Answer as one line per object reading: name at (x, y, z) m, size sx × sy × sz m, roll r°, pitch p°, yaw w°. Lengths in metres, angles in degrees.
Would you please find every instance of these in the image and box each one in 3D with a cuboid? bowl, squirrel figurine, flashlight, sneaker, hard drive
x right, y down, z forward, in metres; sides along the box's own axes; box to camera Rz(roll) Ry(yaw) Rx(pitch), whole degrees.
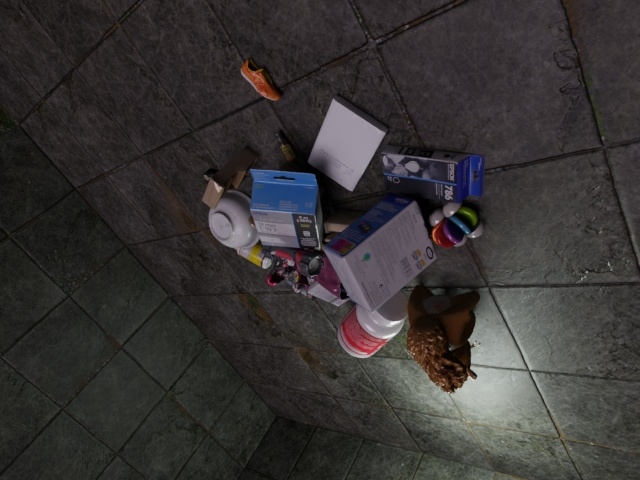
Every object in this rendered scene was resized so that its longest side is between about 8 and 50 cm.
bowl at (-0.432, -0.082, 2.209) m, size 0.297 × 0.134 × 0.298 m, roll 14°, pitch 117°, yaw 28°
squirrel figurine at (0.491, 0.431, 1.863) m, size 0.281 × 0.397 × 0.370 m, roll 0°, pitch 121°, yaw 34°
flashlight at (-0.124, 0.070, 1.919) m, size 0.304 × 0.103 × 0.103 m, roll 14°, pitch 139°, yaw 43°
sneaker at (-0.207, -0.566, 1.643) m, size 0.175 × 0.064 × 0.067 m, roll 41°, pitch 134°, yaw -10°
sneaker at (-0.124, 0.128, 2.200) m, size 0.299 × 0.112 × 0.121 m, roll -37°, pitch 90°, yaw 19°
hard drive at (0.089, -0.338, 1.661) m, size 0.210 × 0.040 × 0.319 m, roll 34°, pitch 144°, yaw 4°

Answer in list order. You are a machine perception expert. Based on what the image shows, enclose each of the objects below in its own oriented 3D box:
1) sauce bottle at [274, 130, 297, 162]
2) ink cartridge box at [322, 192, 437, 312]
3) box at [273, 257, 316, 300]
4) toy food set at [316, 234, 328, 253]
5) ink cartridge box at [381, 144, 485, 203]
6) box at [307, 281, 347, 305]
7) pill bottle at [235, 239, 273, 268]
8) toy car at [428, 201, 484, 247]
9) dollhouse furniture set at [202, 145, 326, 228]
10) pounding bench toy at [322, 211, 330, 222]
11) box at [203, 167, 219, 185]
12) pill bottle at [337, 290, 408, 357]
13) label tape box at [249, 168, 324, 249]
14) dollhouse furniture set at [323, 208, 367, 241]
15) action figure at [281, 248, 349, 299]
sauce bottle at (-0.138, -0.366, 1.816) m, size 0.042 × 0.042 × 0.128 m, roll -6°, pitch 127°, yaw 43°
ink cartridge box at (0.239, 0.023, 1.630) m, size 0.151 × 0.395 × 0.270 m, roll 32°, pitch 154°, yaw 56°
box at (-0.108, 0.169, 2.353) m, size 0.270 × 0.060 × 0.216 m, roll 32°, pitch 144°, yaw 7°
toy food set at (0.000, 0.000, 2.074) m, size 0.218 × 0.071 × 0.128 m, roll 33°, pitch 162°, yaw -10°
ink cartridge box at (0.370, -0.218, 1.543) m, size 0.332 × 0.065 × 0.165 m, roll 12°, pitch 136°, yaw 29°
box at (0.051, 0.249, 2.263) m, size 0.186 × 0.038 × 0.145 m, roll 25°, pitch 141°, yaw -21°
pill bottle at (-0.341, 0.047, 2.365) m, size 0.215 × 0.117 × 0.117 m, roll 28°, pitch 143°, yaw 13°
toy car at (0.457, -0.042, 1.597) m, size 0.159 × 0.136 × 0.182 m, roll 43°, pitch 143°, yaw -7°
dollhouse furniture set at (-0.249, -0.164, 1.945) m, size 0.394 × 0.256 × 0.362 m, roll 39°, pitch 144°, yaw -3°
pounding bench toy at (-0.009, -0.093, 1.977) m, size 0.083 × 0.065 × 0.052 m, roll 32°, pitch 144°, yaw -11°
box at (-0.504, -0.288, 2.192) m, size 0.062 × 0.052 × 0.083 m, roll 18°, pitch 140°, yaw 26°
pill bottle at (0.243, 0.371, 2.140) m, size 0.229 × 0.229 × 0.408 m, roll 34°, pitch 144°, yaw 4°
label tape box at (-0.127, -0.109, 1.754) m, size 0.249 × 0.115 × 0.348 m, roll 5°, pitch 148°, yaw 10°
dollhouse furniture set at (0.131, 0.064, 1.854) m, size 0.198 × 0.286 × 0.303 m, roll 7°, pitch 122°, yaw 35°
action figure at (-0.007, 0.112, 2.054) m, size 0.370 × 0.275 × 0.248 m, roll 15°, pitch 94°, yaw 35°
